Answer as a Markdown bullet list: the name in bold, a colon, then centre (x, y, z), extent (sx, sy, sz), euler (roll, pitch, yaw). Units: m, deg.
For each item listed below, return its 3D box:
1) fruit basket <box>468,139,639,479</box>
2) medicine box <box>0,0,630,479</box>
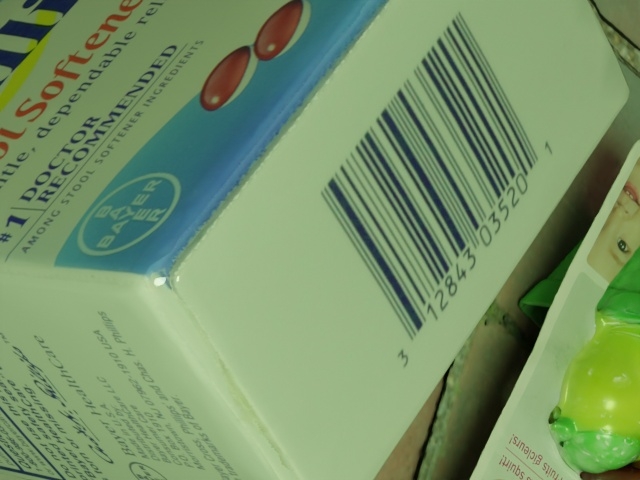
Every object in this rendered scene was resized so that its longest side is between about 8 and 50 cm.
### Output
- **fruit basket**: centre (0.225, 0.164, 1.178), extent (0.327, 0.165, 0.353), euler (42, 62, -37)
- **medicine box**: centre (-0.060, -0.031, 0.799), extent (0.263, 0.289, 0.149), euler (-54, 128, -30)
